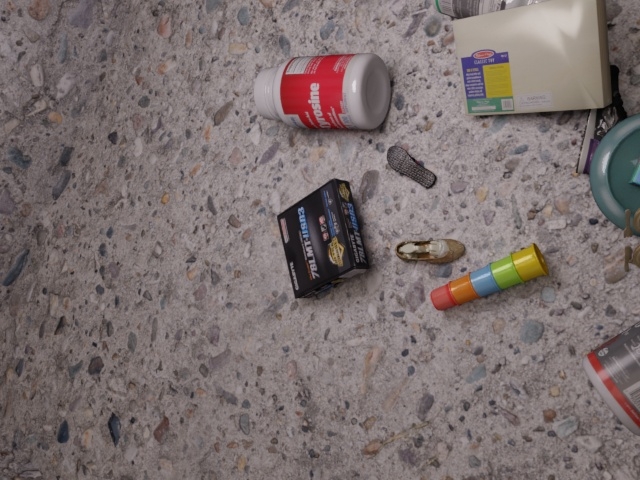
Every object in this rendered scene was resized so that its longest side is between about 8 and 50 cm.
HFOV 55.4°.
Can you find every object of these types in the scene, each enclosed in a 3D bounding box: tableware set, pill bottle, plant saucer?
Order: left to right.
[{"bbox_3d":[-0.002,-0.471,1.944,0.407,0.229,0.229,7,85,32],"label":"pill bottle"},{"bbox_3d":[0.509,-0.688,1.695,0.361,0.204,0.204,32,98,30],"label":"pill bottle"},{"bbox_3d":[0.785,-0.014,1.450,0.128,0.194,0.039,-8,35,15],"label":"tableware set"},{"bbox_3d":[0.820,-0.161,1.464,0.317,0.043,0.318,1,92,19],"label":"plant saucer"},{"bbox_3d":[0.797,0.255,1.356,0.363,0.210,0.210,-40,64,18],"label":"pill bottle"}]

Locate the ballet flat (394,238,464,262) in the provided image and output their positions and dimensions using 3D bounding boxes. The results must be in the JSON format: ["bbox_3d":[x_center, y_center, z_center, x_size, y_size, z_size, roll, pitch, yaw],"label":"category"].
[{"bbox_3d":[0.309,0.030,1.766,0.206,0.067,0.073,-7,77,29],"label":"ballet flat"}]

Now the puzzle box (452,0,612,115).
[{"bbox_3d":[0.537,-0.471,1.585,0.408,0.052,0.272,10,120,49],"label":"puzzle box"}]

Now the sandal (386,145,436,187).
[{"bbox_3d":[0.274,-0.221,1.854,0.179,0.040,0.067,40,108,15],"label":"sandal"}]

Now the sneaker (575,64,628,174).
[{"bbox_3d":[0.747,-0.300,1.559,0.124,0.107,0.284,13,95,22],"label":"sneaker"}]

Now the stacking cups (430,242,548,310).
[{"bbox_3d":[0.448,0.103,1.660,0.316,0.096,0.096,-23,70,27],"label":"stacking cups"}]

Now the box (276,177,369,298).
[{"bbox_3d":[0.000,0.000,1.910,0.293,0.073,0.296,-28,66,41],"label":"box"}]

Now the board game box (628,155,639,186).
[{"bbox_3d":[0.851,-0.172,1.406,0.210,0.047,0.160,23,98,16],"label":"board game box"}]
